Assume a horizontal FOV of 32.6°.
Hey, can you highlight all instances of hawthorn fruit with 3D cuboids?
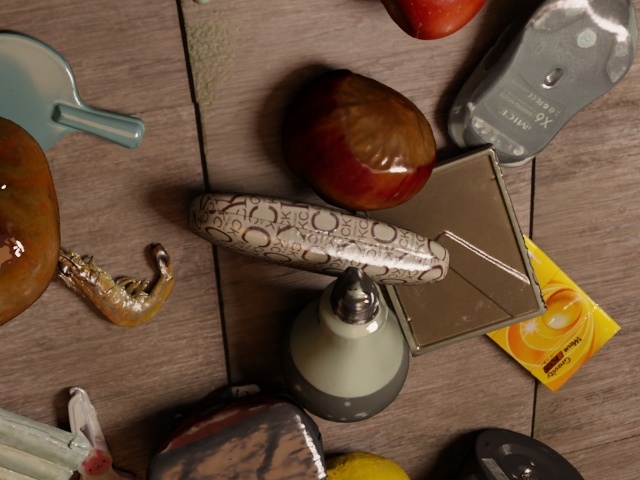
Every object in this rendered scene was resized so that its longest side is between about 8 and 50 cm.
[{"bbox_3d":[-0.428,-0.004,1.226,0.267,0.301,0.268,8,68,-21],"label":"hawthorn fruit"}]

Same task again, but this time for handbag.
[{"bbox_3d":[-0.122,0.309,1.536,0.254,0.181,0.181,-25,92,-4],"label":"handbag"}]

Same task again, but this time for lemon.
[{"bbox_3d":[0.059,0.404,1.652,0.173,0.173,0.206,-48,128,7],"label":"lemon"}]

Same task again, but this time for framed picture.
[{"bbox_3d":[0.186,0.021,1.561,0.213,0.016,0.289,-19,118,8],"label":"framed picture"}]

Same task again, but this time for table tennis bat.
[{"bbox_3d":[-0.329,-0.160,1.310,0.244,0.040,0.153,15,110,-22],"label":"table tennis bat"}]

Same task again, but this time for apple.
[{"bbox_3d":[0.135,-0.340,1.314,0.168,0.181,0.181,-36,122,-2],"label":"apple"}]

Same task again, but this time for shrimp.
[{"bbox_3d":[-0.263,0.040,1.435,0.124,0.034,0.178,-42,123,0],"label":"shrimp"}]

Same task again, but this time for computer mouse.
[{"bbox_3d":[0.271,-0.204,1.490,0.167,0.090,0.379,33,115,-23],"label":"computer mouse"}]

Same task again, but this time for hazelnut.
[{"bbox_3d":[0.049,-0.129,1.412,0.201,0.160,0.170,40,83,6],"label":"hazelnut"}]

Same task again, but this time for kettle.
[{"bbox_3d":[0.250,0.470,1.745,0.268,0.207,0.290,10,120,-33],"label":"kettle"}]

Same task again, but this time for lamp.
[{"bbox_3d":[0.035,0.114,1.469,0.182,0.182,0.314,-13,137,-14],"label":"lamp"}]

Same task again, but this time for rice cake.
[{"bbox_3d":[-0.434,0.279,1.470,0.211,0.038,0.124,31,108,-22],"label":"rice cake"}]

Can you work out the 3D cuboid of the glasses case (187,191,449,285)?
[{"bbox_3d":[0.000,0.000,1.438,0.354,0.137,0.085,13,81,-18],"label":"glasses case"}]

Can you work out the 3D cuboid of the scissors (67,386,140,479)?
[{"bbox_3d":[-0.323,0.310,1.546,0.118,0.030,0.242,-15,120,-12],"label":"scissors"}]

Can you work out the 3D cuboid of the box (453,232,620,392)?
[{"bbox_3d":[0.331,0.110,1.684,0.152,0.043,0.269,-45,121,8],"label":"box"}]

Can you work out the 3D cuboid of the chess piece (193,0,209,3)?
[{"bbox_3d":[-0.147,-0.393,1.227,0.139,0.139,0.272,-15,131,-13],"label":"chess piece"}]
